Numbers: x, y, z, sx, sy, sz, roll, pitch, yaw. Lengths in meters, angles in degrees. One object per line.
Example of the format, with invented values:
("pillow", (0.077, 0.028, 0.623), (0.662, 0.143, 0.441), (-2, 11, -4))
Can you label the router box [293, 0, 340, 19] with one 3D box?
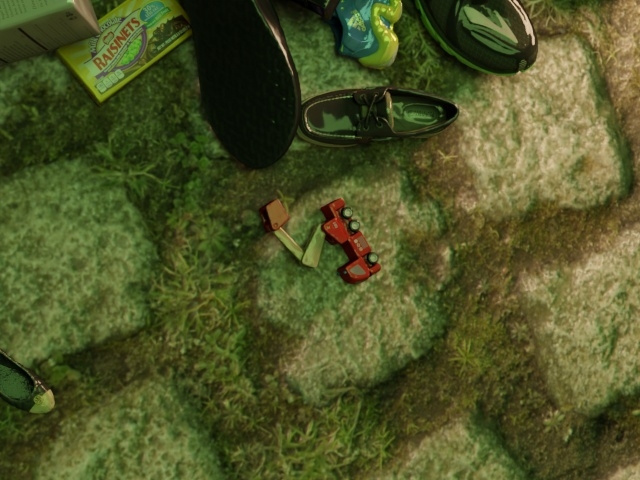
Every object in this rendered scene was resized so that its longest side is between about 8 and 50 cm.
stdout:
("router box", (-0.020, -0.547, 1.472), (0.242, 0.081, 0.309), (30, 92, 6))

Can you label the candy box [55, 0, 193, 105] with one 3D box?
("candy box", (-0.301, -0.313, 1.457), (0.206, 0.027, 0.105), (-42, 95, -19))

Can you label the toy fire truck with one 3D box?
("toy fire truck", (0.000, 0.000, 1.518), (0.135, 0.047, 0.192), (-31, 96, -19))

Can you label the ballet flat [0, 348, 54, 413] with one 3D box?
("ballet flat", (-0.457, 0.193, 1.337), (0.173, 0.049, 0.057), (41, 74, -11))

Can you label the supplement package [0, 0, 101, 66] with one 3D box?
("supplement package", (-0.483, -0.339, 1.279), (0.292, 0.175, 0.178), (-18, 91, -1))

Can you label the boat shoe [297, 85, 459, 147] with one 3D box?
("boat shoe", (0.098, -0.213, 1.550), (0.285, 0.092, 0.103), (-2, 85, -19))

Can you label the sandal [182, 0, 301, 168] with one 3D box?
("sandal", (-0.123, -0.336, 1.451), (0.107, 0.167, 0.446), (-35, 113, -59))

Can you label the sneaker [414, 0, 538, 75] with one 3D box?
("sneaker", (0.250, -0.499, 1.561), (0.185, 0.202, 0.483), (-32, 105, -20))

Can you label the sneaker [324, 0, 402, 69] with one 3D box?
("sneaker", (0.075, -0.414, 1.565), (0.126, 0.091, 0.240), (5, 83, -18))
